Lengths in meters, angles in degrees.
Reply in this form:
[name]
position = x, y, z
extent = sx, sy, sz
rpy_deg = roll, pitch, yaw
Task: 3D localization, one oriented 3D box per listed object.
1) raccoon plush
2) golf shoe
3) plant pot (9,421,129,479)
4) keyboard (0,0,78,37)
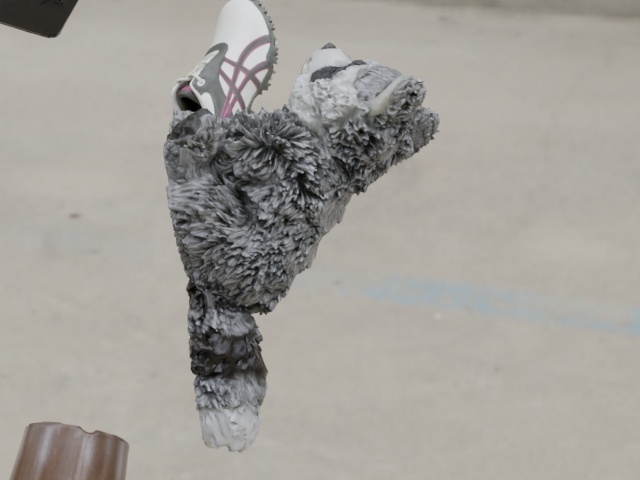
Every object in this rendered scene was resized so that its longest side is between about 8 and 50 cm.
[raccoon plush]
position = 0.000, 0.000, 1.685
extent = 0.299, 0.446, 0.216
rpy_deg = -7, 4, 7
[golf shoe]
position = -0.130, -0.212, 1.954
extent = 0.120, 0.273, 0.105
rpy_deg = 19, -26, -36
[plant pot]
position = -0.297, 0.305, 1.717
extent = 0.167, 0.165, 0.167
rpy_deg = 9, -20, 3
[keyboard]
position = -0.471, -0.382, 1.997
extent = 0.317, 0.201, 0.033
rpy_deg = 16, 53, -25
